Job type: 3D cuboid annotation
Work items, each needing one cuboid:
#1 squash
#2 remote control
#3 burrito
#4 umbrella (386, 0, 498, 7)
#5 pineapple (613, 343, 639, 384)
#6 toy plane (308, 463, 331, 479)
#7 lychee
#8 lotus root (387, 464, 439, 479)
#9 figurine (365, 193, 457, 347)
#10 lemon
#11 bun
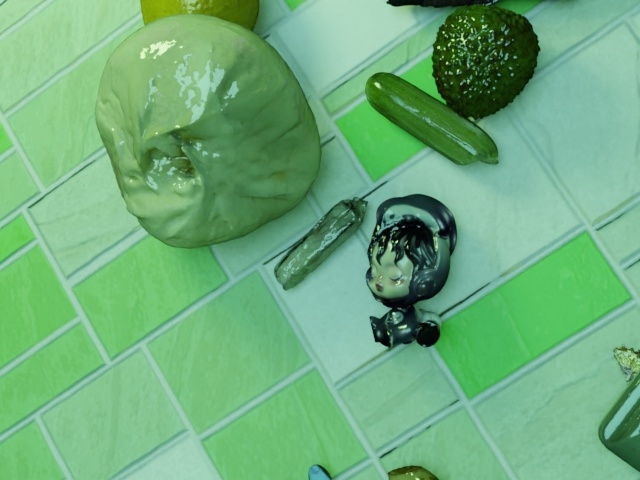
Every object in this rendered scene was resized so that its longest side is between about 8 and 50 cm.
[{"bbox_3d":[0.166,-0.178,1.671,0.239,0.069,0.069,35,94,18],"label":"squash"},{"bbox_3d":[0.525,0.175,1.531,0.128,0.065,0.335,36,94,4],"label":"remote control"},{"bbox_3d":[0.001,0.000,1.710,0.188,0.045,0.058,-44,65,9],"label":"burrito"},{"bbox_3d":[0.255,-0.393,1.658,0.326,0.094,0.090,-3,128,13],"label":"umbrella"},{"bbox_3d":[0.451,0.185,1.584,0.045,0.019,0.083,-27,79,18],"label":"pineapple"},{"bbox_3d":[-0.024,0.467,1.660,0.169,0.078,0.246,29,99,16],"label":"toy plane"},{"bbox_3d":[0.233,-0.258,1.612,0.171,0.171,0.171,-1,84,15],"label":"lychee"},{"bbox_3d":[0.171,0.443,1.598,0.110,0.097,0.258,-24,72,12],"label":"lotus root"},{"bbox_3d":[0.139,0.043,1.633,0.146,0.145,0.222,0,94,15],"label":"figurine"},{"bbox_3d":[-0.186,-0.365,1.727,0.187,0.187,0.244,-1,102,15],"label":"lemon"},{"bbox_3d":[-0.172,-0.145,1.637,0.361,0.213,0.361,3,123,5],"label":"bun"}]
